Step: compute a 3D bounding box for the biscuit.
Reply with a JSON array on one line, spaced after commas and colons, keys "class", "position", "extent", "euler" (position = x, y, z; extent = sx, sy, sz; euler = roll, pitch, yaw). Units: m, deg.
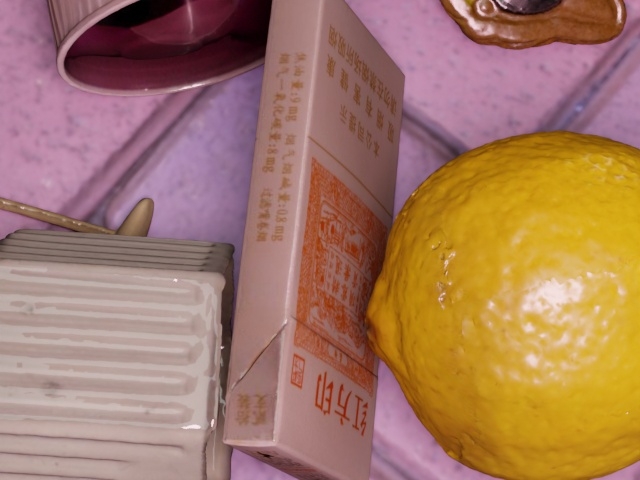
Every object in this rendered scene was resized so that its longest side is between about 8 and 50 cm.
[{"class": "biscuit", "position": [0.183, -0.267, 1.516], "extent": [0.290, 0.041, 0.208], "euler": [6, 86, -10]}]

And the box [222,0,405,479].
[{"class": "box", "position": [0.001, 0.000, 1.382], "extent": [0.051, 0.204, 0.365], "euler": [0, 73, 21]}]

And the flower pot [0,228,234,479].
[{"class": "flower pot", "position": [-0.163, 0.107, 1.347], "extent": [0.190, 0.239, 0.209], "euler": [3, 44, 2]}]

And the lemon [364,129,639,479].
[{"class": "lemon", "position": [0.178, 0.050, 1.337], "extent": [0.293, 0.293, 0.293], "euler": [0, 74, -1]}]

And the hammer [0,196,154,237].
[{"class": "hammer", "position": [-0.238, -0.033, 1.482], "extent": [0.195, 0.028, 0.060], "euler": [16, 69, 5]}]

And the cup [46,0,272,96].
[{"class": "cup", "position": [-0.114, -0.289, 1.437], "extent": [0.208, 0.288, 0.273], "euler": [1, 67, -41]}]
